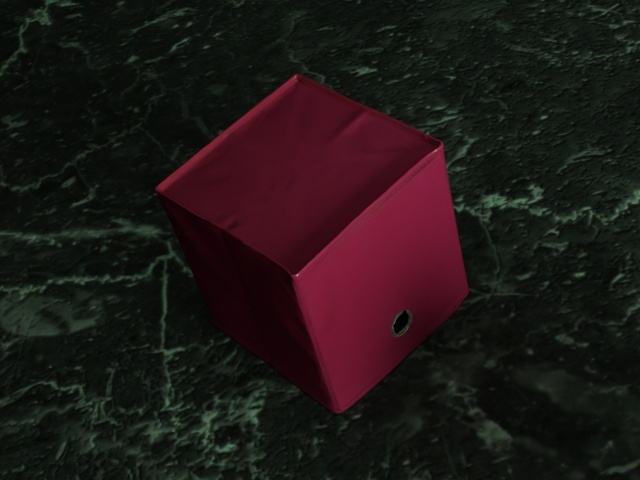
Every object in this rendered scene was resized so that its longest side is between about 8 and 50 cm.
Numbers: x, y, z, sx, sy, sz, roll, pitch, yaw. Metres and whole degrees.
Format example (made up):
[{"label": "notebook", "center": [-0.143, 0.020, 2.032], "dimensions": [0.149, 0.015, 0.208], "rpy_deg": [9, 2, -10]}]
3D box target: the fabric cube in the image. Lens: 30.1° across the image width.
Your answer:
[{"label": "fabric cube", "center": [0.000, 0.000, 1.464], "dimensions": [0.254, 0.258, 0.259], "rpy_deg": [-40, 50, -23]}]
